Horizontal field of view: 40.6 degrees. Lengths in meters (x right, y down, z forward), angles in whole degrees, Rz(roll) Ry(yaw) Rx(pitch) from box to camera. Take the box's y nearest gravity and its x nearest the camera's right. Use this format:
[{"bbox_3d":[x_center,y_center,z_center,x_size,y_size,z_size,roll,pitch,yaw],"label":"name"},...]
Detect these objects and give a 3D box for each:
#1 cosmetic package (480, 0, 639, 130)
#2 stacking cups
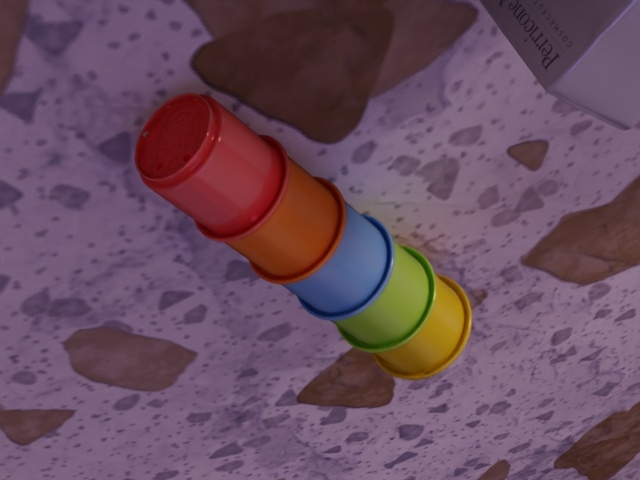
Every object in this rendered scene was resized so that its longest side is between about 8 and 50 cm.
[{"bbox_3d":[0.188,-0.181,0.435,0.085,0.117,0.231,13,130,-38],"label":"cosmetic package"},{"bbox_3d":[0.000,0.000,0.607,0.096,0.096,0.316,-33,137,15],"label":"stacking cups"}]
